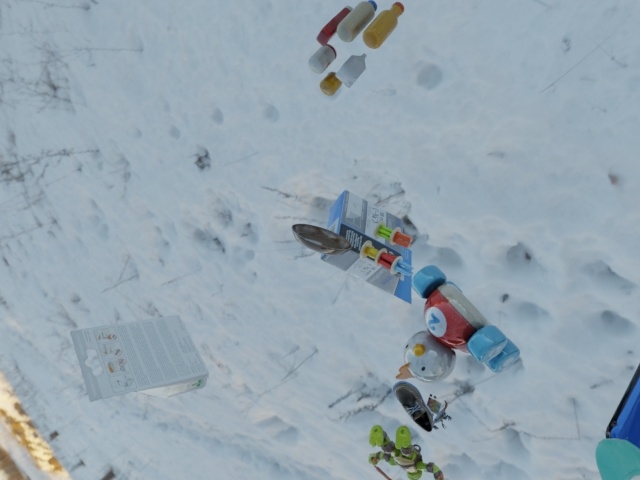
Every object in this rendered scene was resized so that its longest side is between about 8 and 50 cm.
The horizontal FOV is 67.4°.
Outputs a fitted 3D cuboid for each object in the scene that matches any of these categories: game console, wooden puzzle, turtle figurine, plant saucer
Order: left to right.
[{"bbox_3d":[0.000,0.000,1.270,0.168,0.168,0.029,29,110,28],"label":"plant saucer"},{"bbox_3d":[0.224,0.548,1.207,0.269,0.087,0.217,2,133,40],"label":"turtle figurine"},{"bbox_3d":[0.402,0.586,1.703,0.049,0.006,0.083,23,114,34],"label":"wooden puzzle"},{"bbox_3d":[0.688,0.326,0.979,0.250,0.293,0.173,35,169,-4],"label":"game console"}]

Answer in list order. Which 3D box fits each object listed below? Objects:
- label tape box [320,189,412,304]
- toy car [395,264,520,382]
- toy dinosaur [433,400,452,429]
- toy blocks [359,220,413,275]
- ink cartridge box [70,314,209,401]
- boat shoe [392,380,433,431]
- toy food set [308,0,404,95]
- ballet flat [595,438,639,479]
[{"bbox_3d":[0.180,0.018,1.494,0.334,0.240,0.106,26,134,-16],"label":"label tape box"},{"bbox_3d":[0.245,0.221,1.017,0.210,0.238,0.219,36,-168,-49],"label":"toy car"},{"bbox_3d":[0.372,0.553,1.486,0.047,0.090,0.082,28,145,-9],"label":"toy dinosaur"},{"bbox_3d":[0.196,0.025,1.264,0.148,0.123,0.054,28,164,30],"label":"toy blocks"},{"bbox_3d":[-0.362,0.240,0.962,0.181,0.225,0.056,48,130,38],"label":"ink cartridge box"},{"bbox_3d":[0.276,0.481,1.387,0.066,0.066,0.183,-38,109,10],"label":"boat shoe"},{"bbox_3d":[0.061,-0.394,0.956,0.111,0.104,0.232,40,158,-7],"label":"toy food set"},{"bbox_3d":[0.481,0.403,0.672,0.083,0.087,0.247,-27,79,10],"label":"ballet flat"}]
